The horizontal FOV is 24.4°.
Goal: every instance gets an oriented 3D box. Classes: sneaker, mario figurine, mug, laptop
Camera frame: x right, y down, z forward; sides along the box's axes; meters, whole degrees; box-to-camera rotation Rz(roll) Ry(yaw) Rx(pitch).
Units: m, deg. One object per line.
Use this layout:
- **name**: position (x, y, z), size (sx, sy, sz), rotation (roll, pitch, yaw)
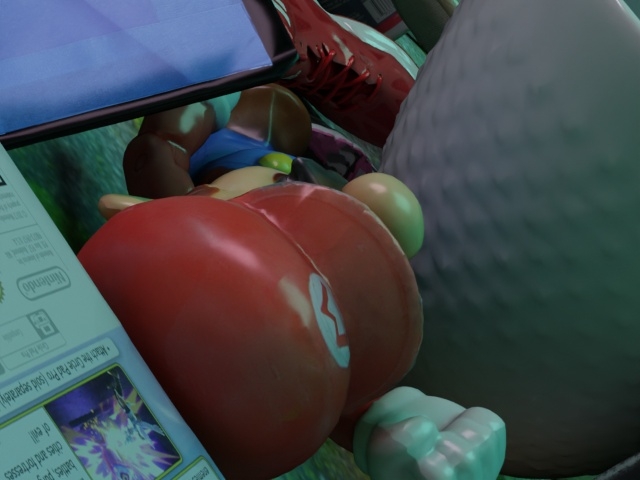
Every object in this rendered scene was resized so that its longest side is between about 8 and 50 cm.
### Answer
- **sneaker**: position (-0.007, -0.117, 1.060), size (0.221, 0.087, 0.128), rotation (37, 30, -17)
- **mario figurine**: position (0.000, 0.000, 0.643), size (0.198, 0.170, 0.320), rotation (19, 13, -3)
- **mug**: position (0.214, -0.010, 0.853), size (0.374, 0.328, 0.276), rotation (14, 45, -20)
- **sneaker**: position (-0.007, -0.044, 0.936), size (0.077, 0.072, 0.178), rotation (50, 4, 26)
- **laptop**: position (-0.164, -0.159, 0.553), size (0.264, 0.136, 0.234), rotation (31, 28, -55)

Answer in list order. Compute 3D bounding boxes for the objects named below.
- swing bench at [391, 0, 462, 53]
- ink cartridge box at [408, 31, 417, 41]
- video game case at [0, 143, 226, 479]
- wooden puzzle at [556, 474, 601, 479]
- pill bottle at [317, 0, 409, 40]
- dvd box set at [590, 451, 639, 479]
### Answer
- **swing bench**: position (0.097, -0.226, 1.212), size (0.253, 0.165, 0.254), rotation (51, 47, -10)
- **ink cartridge box**: position (0.126, -0.337, 1.792), size (0.172, 0.100, 0.237), rotation (33, 28, -53)
- **video game case**: position (-0.110, 0.079, 0.384), size (0.244, 0.061, 0.269), rotation (55, 16, 3)
- **wooden puzzle**: position (0.308, 0.087, 1.137), size (0.348, 0.322, 0.080), rotation (52, -2, -7)
- **pill bottle**: position (0.023, -0.270, 1.359), size (0.180, 0.108, 0.108), rotation (51, 17, -15)
- **dvd box set**: position (0.252, 0.140, 0.858), size (0.062, 0.308, 0.420), rotation (61, 18, 18)
